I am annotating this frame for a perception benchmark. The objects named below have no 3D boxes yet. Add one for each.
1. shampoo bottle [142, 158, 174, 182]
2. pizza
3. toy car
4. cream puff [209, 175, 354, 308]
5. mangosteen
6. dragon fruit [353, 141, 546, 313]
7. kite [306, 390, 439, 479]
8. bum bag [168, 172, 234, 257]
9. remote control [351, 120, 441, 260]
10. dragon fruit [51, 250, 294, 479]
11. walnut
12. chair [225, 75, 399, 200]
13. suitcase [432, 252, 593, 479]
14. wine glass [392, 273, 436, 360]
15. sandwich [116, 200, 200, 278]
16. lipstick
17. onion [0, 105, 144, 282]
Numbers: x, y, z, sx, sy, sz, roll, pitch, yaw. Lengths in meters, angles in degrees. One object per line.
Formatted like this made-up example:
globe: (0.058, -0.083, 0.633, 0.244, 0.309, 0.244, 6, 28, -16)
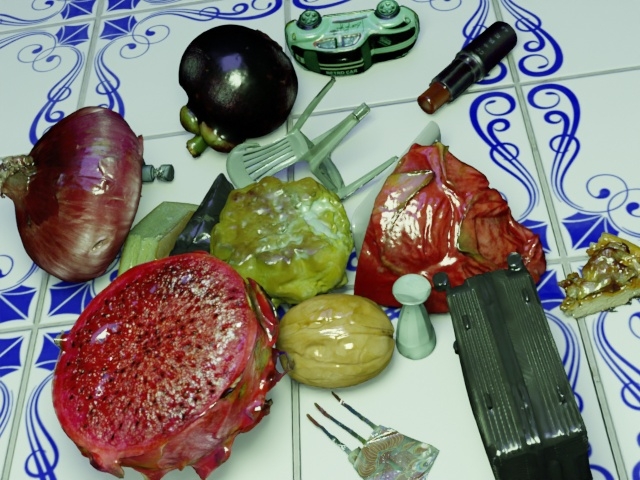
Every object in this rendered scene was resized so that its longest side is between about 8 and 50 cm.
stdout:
shampoo bottle: (-0.462, -0.140, 2.042, 0.309, 0.071, 0.098, 0, 46, 9)
pizza: (0.485, 0.062, 1.662, 0.194, 0.069, 0.154, -33, 52, -19)
toy car: (0.072, -0.441, 2.157, 0.305, 0.136, 0.125, -4, 62, 7)
cream puff: (-0.064, 0.016, 1.740, 0.281, 0.185, 0.282, -6, 46, 6)
mangosteen: (-0.193, -0.305, 2.034, 0.275, 0.275, 0.302, 43, 104, 37)
dragon fruit: (0.252, -0.017, 1.732, 0.330, 0.302, 0.240, 14, 20, 4)
kite: (0.079, 0.325, 1.555, 0.127, 0.016, 0.229, -37, 55, -24)
bum bag: (-0.226, 0.020, 1.798, 0.095, 0.144, 0.340, 7, 51, 21)
remote control: (0.156, -0.092, 1.840, 0.055, 0.109, 0.313, 22, 57, 29)
dragon fruit: (-0.227, 0.223, 1.542, 0.371, 0.249, 0.386, 3, 57, 30)
walnut: (0.023, 0.168, 1.612, 0.206, 0.159, 0.159, -9, 48, 10)
chair: (-0.024, -0.174, 1.908, 0.274, 0.190, 0.203, -40, 46, 14)
suitcase: (0.292, 0.222, 1.456, 0.152, 0.230, 0.335, -16, 48, 8)
wine glass: (0.159, 0.127, 1.617, 0.073, 0.155, 0.073, -4, 47, 4)
sandwich: (-0.300, -0.005, 1.876, 0.094, 0.096, 0.258, 19, 53, 33)
lipstick: (0.315, -0.370, 2.073, 0.081, 0.081, 0.299, 30, 60, 32)
onion: (-0.484, -0.097, 1.815, 0.285, 0.347, 0.348, 17, 37, -33)
